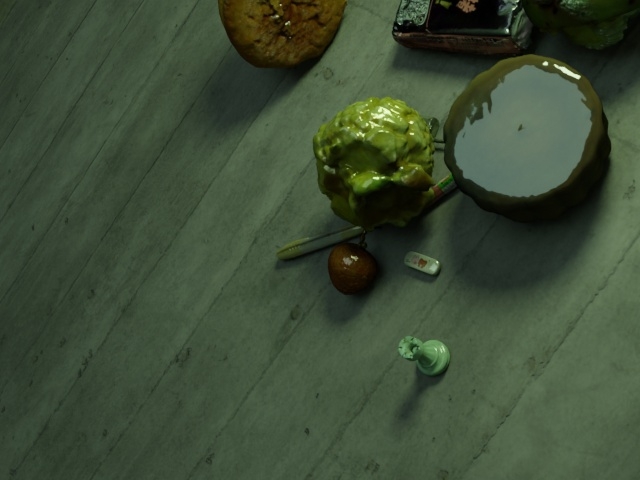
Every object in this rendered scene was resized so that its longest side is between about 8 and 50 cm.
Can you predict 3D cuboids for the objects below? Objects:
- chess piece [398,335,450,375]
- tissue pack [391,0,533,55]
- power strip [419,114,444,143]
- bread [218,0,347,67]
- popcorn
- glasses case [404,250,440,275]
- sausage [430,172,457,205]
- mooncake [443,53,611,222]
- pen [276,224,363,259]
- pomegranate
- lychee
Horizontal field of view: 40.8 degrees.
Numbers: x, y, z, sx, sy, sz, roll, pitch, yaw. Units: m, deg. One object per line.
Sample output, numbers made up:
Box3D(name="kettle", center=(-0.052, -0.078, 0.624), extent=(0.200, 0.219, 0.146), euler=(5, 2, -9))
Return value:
Box3D(name="chess piece", center=(0.186, 0.207, 1.579), extent=(0.067, 0.103, 0.067), euler=(-17, 61, 33))
Box3D(name="tissue pack", center=(0.314, -0.505, 1.776), extent=(0.332, 0.123, 0.245), euler=(16, 87, 45))
Box3D(name="power strip", center=(0.160, -0.229, 1.834), extent=(0.267, 0.034, 0.092), euler=(17, 82, 42))
Box3D(name="bread", center=(-0.097, -0.557, 2.002), extent=(0.312, 0.312, 0.172), euler=(-53, 39, 8))
Box3D(name="popcorn", center=(0.111, -0.149, 1.694), extent=(0.270, 0.224, 0.258), euler=(-4, 104, 56))
Box3D(name="glasses case", center=(0.200, 0.045, 1.693), extent=(0.083, 0.021, 0.032), euler=(21, 87, 42))
Box3D(name="sausage", center=(0.277, -0.130, 1.700), extent=(0.223, 0.029, 0.029), euler=(-38, 52, 20))
Box3D(name="mooncake", center=(0.370, -0.174, 1.541), extent=(0.290, 0.161, 0.291), euler=(-7, 75, 28))
Box3D(name="pen", center=(0.000, 0.000, 1.869), extent=(0.233, 0.032, 0.040), euler=(-19, 37, 30))
Box3D(name="pomegranate", center=(0.507, -0.496, 1.550), extent=(0.260, 0.261, 0.341), euler=(19, 55, 42))
Box3D(name="lychee", center=(0.066, 0.040, 1.750), extent=(0.101, 0.114, 0.140), euler=(-1, 89, 13))
